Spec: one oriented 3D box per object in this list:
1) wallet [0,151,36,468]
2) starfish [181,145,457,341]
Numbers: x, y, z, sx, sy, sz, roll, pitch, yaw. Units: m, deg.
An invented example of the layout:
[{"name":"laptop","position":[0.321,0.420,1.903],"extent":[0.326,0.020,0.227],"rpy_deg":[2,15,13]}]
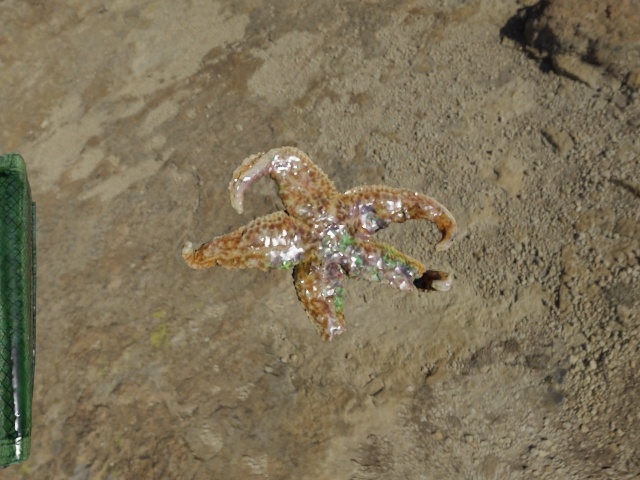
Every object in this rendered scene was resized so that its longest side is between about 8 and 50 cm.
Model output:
[{"name":"wallet","position":[-0.289,0.062,0.395],"extent":[0.160,0.055,0.236],"rpy_deg":[-15,78,28]},{"name":"starfish","position":[-0.001,0.002,0.373],"extent":[0.209,0.053,0.150],"rpy_deg":[-7,82,-7]}]
